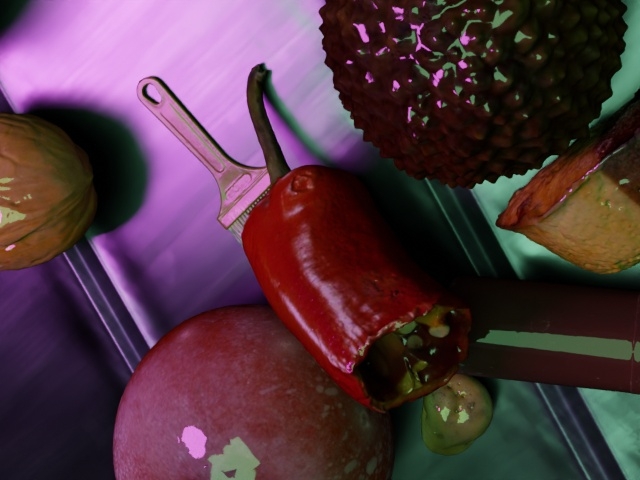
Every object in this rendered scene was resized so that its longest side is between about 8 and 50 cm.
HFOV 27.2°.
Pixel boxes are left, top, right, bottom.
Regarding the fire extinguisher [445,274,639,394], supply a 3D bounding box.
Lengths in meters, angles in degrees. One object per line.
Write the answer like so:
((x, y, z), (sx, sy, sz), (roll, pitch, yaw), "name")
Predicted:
((0.189, 0.087, 1.194), (0.268, 0.105, 0.105), (5, 107, 16), "fire extinguisher")

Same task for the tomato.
((-0.067, 0.196, 1.241), (0.270, 0.227, 0.270), (4, 107, 13), "tomato")

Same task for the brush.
((-0.107, -0.081, 1.289), (0.205, 0.011, 0.083), (47, 114, 1), "brush")

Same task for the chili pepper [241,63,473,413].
((-0.003, 0.004, 1.196), (0.134, 0.131, 0.338), (-37, 53, -3), "chili pepper")

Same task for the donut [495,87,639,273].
((0.279, -0.068, 1.100), (0.112, 0.151, 0.295), (38, 113, -7), "donut")

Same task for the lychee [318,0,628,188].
((0.119, -0.168, 1.062), (0.267, 0.267, 0.268), (5, 107, 16), "lychee")

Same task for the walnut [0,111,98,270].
((-0.314, -0.048, 1.291), (0.206, 0.159, 0.159), (-6, 104, 20), "walnut")

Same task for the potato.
((0.127, 0.167, 1.265), (0.068, 0.062, 0.083), (34, 135, 22), "potato")
